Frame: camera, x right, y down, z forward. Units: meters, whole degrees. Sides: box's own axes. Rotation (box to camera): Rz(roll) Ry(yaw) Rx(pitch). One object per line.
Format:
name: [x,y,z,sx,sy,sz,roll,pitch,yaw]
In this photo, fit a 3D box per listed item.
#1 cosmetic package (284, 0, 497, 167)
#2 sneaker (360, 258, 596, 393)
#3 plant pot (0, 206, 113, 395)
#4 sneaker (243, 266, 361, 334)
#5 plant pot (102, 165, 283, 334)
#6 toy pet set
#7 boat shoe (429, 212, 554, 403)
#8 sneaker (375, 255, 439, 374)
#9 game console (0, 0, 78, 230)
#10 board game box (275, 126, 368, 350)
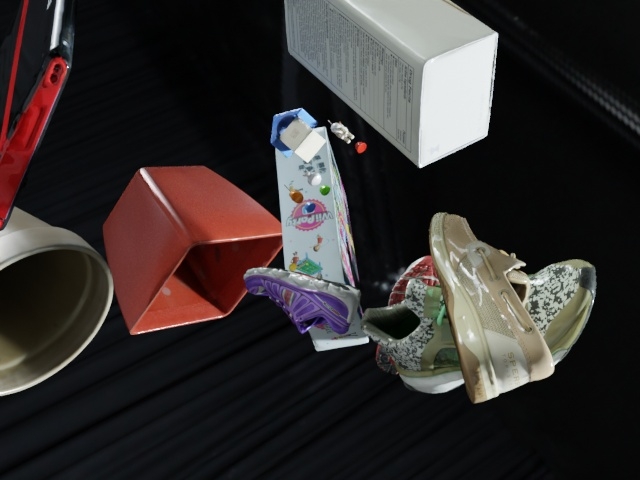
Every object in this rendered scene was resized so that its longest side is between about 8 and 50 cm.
cosmetic package: [0.078,-0.250,1.218,0.309,0.113,0.160,47,-28,36]
sneaker: [0.210,0.114,1.393,0.182,0.158,0.410,30,-38,-27]
plant pot: [-0.574,0.062,1.658,0.280,0.323,0.323,40,-33,29]
sneaker: [-0.031,0.074,1.170,0.170,0.068,0.071,14,-91,39]
plant pot: [-0.273,-0.004,1.888,0.235,0.267,0.267,54,-56,22]
toy pet set: [-0.020,-0.119,1.281,0.065,0.122,0.114,44,5,37]
boat shoe: [0.210,0.071,1.207,0.341,0.110,0.121,-95,169,-56]
sneaker: [0.147,0.117,1.637,0.092,0.088,0.225,-81,-170,-59]
game console: [-0.393,-0.237,1.312,0.342,0.060,0.386,-48,-145,36]
board game box: [0.000,0.000,1.601,0.224,0.098,0.303,68,14,-58]
